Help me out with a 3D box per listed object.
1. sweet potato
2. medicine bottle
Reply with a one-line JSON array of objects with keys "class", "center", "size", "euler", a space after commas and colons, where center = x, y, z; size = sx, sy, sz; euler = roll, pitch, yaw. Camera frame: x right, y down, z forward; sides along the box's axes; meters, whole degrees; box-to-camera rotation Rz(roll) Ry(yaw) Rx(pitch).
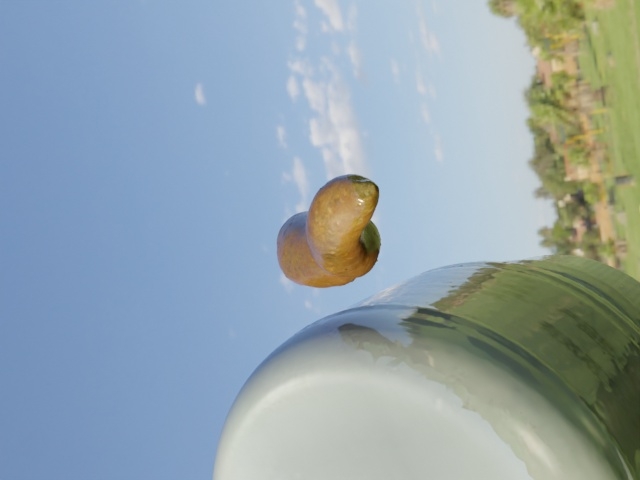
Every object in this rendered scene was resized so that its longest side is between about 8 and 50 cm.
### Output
[{"class": "sweet potato", "center": [0.004, 0.001, 0.389], "size": [0.179, 0.044, 0.044], "euler": [166, 97, -81]}, {"class": "medicine bottle", "center": [0.109, 0.133, 0.551], "size": [0.306, 0.245, 0.245], "euler": [-18, -80, -55]}]
